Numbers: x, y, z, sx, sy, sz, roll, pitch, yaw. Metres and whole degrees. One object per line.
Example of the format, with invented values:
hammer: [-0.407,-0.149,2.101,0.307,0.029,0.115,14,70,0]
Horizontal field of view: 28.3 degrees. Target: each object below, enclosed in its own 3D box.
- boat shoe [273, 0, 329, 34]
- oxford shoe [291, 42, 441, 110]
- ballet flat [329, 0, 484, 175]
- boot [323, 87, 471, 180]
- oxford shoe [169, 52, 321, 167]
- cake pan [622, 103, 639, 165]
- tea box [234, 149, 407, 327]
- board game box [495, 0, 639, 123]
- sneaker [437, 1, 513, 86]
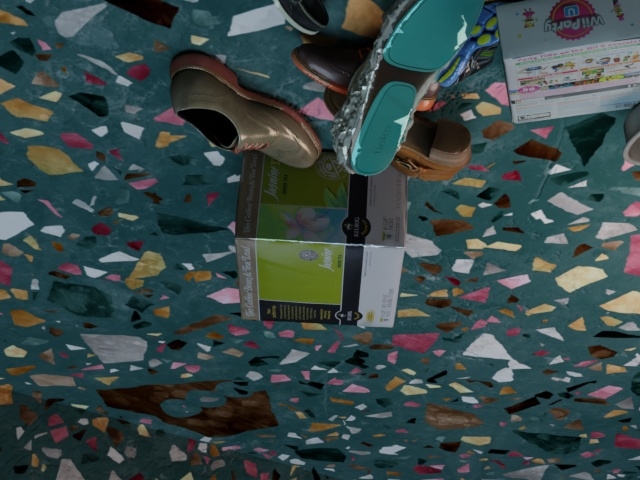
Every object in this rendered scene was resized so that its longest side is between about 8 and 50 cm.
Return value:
boat shoe: [-0.039,-0.406,1.976,0.079,0.084,0.233,-11,143,24]
oxford shoe: [0.084,-0.302,2.147,0.271,0.097,0.098,9,132,-22]
ballet flat: [0.118,-0.289,2.022,0.147,0.147,0.409,17,122,-21]
boot: [0.138,-0.194,2.312,0.283,0.109,0.220,16,169,2]
oxford shoe: [-0.139,-0.197,2.287,0.348,0.130,0.123,28,141,-34]
cake pan: [0.645,-0.217,2.154,0.293,0.054,0.293,-16,162,-5]
tea box: [0.000,0.000,2.514,0.324,0.220,0.329,3,149,0]
board game box: [0.402,-0.289,2.019,0.224,0.097,0.303,-8,166,9]
sneaker: [0.262,-0.327,2.097,0.078,0.067,0.188,-15,156,-51]
